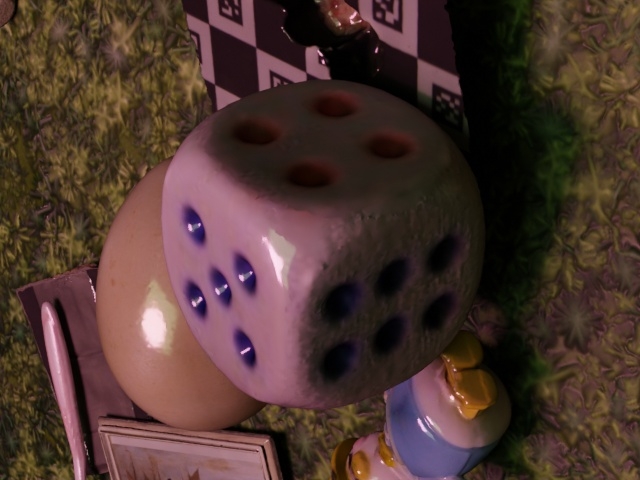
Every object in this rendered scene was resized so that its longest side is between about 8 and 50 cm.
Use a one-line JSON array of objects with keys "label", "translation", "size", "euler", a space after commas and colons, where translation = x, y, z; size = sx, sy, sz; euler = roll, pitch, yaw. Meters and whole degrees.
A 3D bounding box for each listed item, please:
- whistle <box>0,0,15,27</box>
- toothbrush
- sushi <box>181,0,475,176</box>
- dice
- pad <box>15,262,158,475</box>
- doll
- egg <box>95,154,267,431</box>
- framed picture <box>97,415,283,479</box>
[{"label": "whistle", "translation": [-0.436, -0.309, 1.503], "size": [0.258, 0.067, 0.126], "euler": [33, 111, 26]}, {"label": "toothbrush", "translation": [-0.275, 0.215, 1.519], "size": [0.025, 0.029, 0.307], "euler": [-4, 101, 32]}, {"label": "sushi", "translation": [0.001, -0.230, 1.103], "size": [0.339, 0.069, 0.320], "euler": [15, 129, 46]}, {"label": "dice", "translation": [0.000, 0.000, 1.037], "size": [0.192, 0.193, 0.194], "euler": [38, 138, 40]}, {"label": "pad", "translation": [-0.254, 0.146, 1.504], "size": [0.174, 0.022, 0.233], "euler": [-19, 92, 44]}, {"label": "doll", "translation": [0.080, 0.174, 1.152], "size": [0.135, 0.099, 0.241], "euler": [48, 128, 12]}, {"label": "egg", "translation": [-0.109, 0.046, 1.223], "size": [0.189, 0.189, 0.253], "euler": [-3, 92, 43]}, {"label": "framed picture", "translation": [-0.128, 0.293, 1.422], "size": [0.274, 0.017, 0.217], "euler": [-3, 105, 43]}]
